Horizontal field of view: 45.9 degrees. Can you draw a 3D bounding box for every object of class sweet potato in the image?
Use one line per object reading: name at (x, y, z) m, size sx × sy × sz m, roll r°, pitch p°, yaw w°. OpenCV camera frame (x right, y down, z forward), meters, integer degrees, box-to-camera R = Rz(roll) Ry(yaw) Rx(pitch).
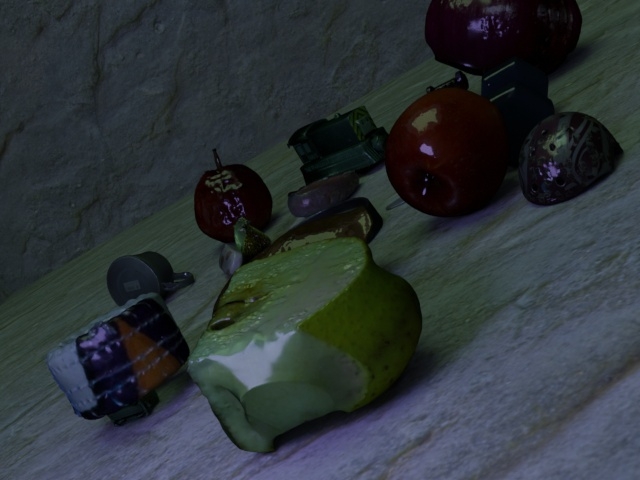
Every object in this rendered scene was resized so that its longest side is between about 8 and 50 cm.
sweet potato at (-0.060, 0.073, 1.297) m, size 0.369 × 0.158 × 0.158 m, roll -29°, pitch 15°, yaw 2°

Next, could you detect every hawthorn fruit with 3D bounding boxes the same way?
hawthorn fruit at (-0.259, -0.130, 2.144) m, size 0.230 × 0.266 × 0.210 m, roll -18°, pitch 1°, yaw 30°

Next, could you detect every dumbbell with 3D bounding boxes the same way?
dumbbell at (0.390, -0.265, 1.523) m, size 0.144 × 0.160 × 0.325 m, roll -59°, pitch 0°, yaw 27°

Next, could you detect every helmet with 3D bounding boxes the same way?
helmet at (0.387, -0.145, 1.215) m, size 0.153 × 0.107 × 0.177 m, roll -12°, pitch 23°, yaw 45°

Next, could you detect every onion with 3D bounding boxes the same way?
onion at (0.480, -0.628, 1.954) m, size 0.398 × 0.420 × 0.398 m, roll 6°, pitch 20°, yaw -2°

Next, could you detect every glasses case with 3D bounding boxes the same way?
glasses case at (-0.221, 0.048, 1.859) m, size 0.164 × 0.041 × 0.063 m, roll -153°, pitch 77°, yaw -72°

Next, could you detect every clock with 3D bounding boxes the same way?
clock at (0.000, 0.000, 1.597) m, size 0.280 × 0.055 × 0.280 m, roll -29°, pitch 15°, yaw 9°

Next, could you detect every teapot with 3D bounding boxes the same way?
teapot at (-0.451, 0.100, 2.016) m, size 0.239 × 0.162 × 0.149 m, roll 3°, pitch 15°, yaw 20°

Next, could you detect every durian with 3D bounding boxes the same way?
durian at (-0.183, -0.008, 1.887) m, size 0.086 × 0.100 × 0.215 m, roll -38°, pitch 9°, yaw -13°

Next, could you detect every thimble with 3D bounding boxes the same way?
thimble at (-0.356, 0.202, 1.321) m, size 0.237 × 0.150 × 0.237 m, roll -28°, pitch 7°, yaw 4°

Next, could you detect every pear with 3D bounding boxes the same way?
pear at (0.002, 0.122, 0.982) m, size 0.281 × 0.176 × 0.286 m, roll -24°, pitch 21°, yaw 19°

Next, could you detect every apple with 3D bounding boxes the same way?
apple at (0.224, -0.155, 1.341) m, size 0.201 × 0.218 × 0.218 m, roll -44°, pitch 19°, yaw -32°

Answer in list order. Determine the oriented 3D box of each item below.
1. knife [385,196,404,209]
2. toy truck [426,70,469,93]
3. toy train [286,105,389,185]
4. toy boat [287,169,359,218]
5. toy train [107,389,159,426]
knife at (0.243, -0.136, 1.627) m, size 0.244 × 0.032 × 0.058 m, roll -37°, pitch 24°, yaw -5°
toy truck at (0.328, -0.343, 1.958) m, size 0.107 × 0.114 × 0.253 m, roll -23°, pitch 18°, yaw 29°
toy train at (0.050, -0.264, 2.119) m, size 0.330 × 0.178 × 0.138 m, roll -15°, pitch 21°, yaw 50°
toy boat at (0.008, -0.107, 1.923) m, size 0.155 × 0.085 × 0.227 m, roll -10°, pitch 13°, yaw 34°
toy train at (-0.331, 0.291, 1.331) m, size 0.093 × 0.038 × 0.056 m, roll -24°, pitch 13°, yaw 26°
